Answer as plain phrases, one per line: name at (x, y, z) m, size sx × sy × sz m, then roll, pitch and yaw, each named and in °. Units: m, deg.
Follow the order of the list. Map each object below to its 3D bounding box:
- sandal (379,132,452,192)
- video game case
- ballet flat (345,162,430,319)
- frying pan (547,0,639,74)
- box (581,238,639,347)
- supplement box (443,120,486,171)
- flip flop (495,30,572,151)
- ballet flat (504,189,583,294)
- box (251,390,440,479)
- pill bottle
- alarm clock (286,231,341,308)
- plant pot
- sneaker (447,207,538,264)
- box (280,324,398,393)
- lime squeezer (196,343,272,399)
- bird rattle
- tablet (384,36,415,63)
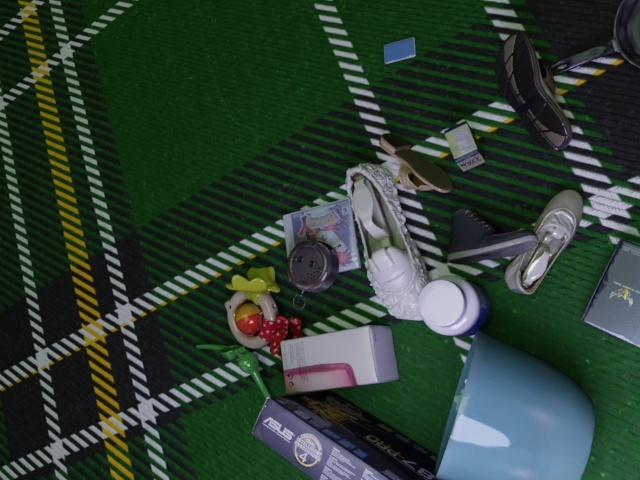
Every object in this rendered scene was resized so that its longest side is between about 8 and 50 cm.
sandal at (0.220, -0.162, 1.387) m, size 0.240 × 0.088 × 0.079 m, roll 49°, pitch 135°, yaw 32°
video game case at (0.000, 0.000, 1.486) m, size 0.201 × 0.023 × 0.184 m, roll -14°, pitch 75°, yaw 24°
ballet flat at (0.141, -0.001, 1.353) m, size 0.146 × 0.147 × 0.409 m, roll -25°, pitch 71°, yaw 21°
frying pan at (0.668, -0.405, 1.199) m, size 0.326 × 0.053 × 0.197 m, roll -46°, pitch 71°, yaw 34°
box at (0.656, 0.125, 1.105) m, size 0.232 × 0.059 × 0.184 m, roll 27°, pitch 95°, yaw 29°
supplement box at (0.332, -0.215, 1.319) m, size 0.056 × 0.083 × 0.083 m, roll -24°, pitch 70°, yaw 22°
flip flop at (0.478, -0.328, 1.267) m, size 0.277 × 0.080 × 0.112 m, roll 64°, pitch 149°, yaw 8°
ballet flat at (0.477, 0.007, 1.202) m, size 0.086 × 0.086 × 0.249 m, roll 33°, pitch 99°, yaw 28°
box at (0.097, 0.451, 1.188) m, size 0.394 × 0.318 × 0.097 m, roll 26°, pitch 93°, yaw 29°
pill bottle at (0.279, 0.139, 1.204) m, size 0.124 × 0.221 × 0.125 m, roll -5°, pitch 79°, yaw 27°
alarm clock at (-0.028, 0.082, 1.441) m, size 0.129 × 0.064 × 0.192 m, roll 20°, pitch 94°, yaw 29°
plant pot at (0.372, 0.351, 1.094) m, size 0.234 × 0.293 × 0.293 m, roll 18°, pitch 89°, yaw 14°
sneaker at (0.360, -0.024, 1.238) m, size 0.222 × 0.083 × 0.118 m, roll -16°, pitch 68°, yaw 50°
box at (0.045, 0.279, 1.341) m, size 0.232 × 0.148 × 0.127 m, roll -14°, pitch 75°, yaw 25°
lime squeezer at (-0.216, 0.320, 1.520) m, size 0.310 × 0.110 × 0.058 m, roll 30°, pitch 51°, yaw 28°
bird rattle at (-0.154, 0.198, 1.499) m, size 0.206 × 0.143 × 0.254 m, roll -31°, pitch 85°, yaw 35°
tablet at (0.204, -0.488, 1.479) m, size 0.083 × 0.006 × 0.054 m, roll -7°, pitch 78°, yaw 27°
